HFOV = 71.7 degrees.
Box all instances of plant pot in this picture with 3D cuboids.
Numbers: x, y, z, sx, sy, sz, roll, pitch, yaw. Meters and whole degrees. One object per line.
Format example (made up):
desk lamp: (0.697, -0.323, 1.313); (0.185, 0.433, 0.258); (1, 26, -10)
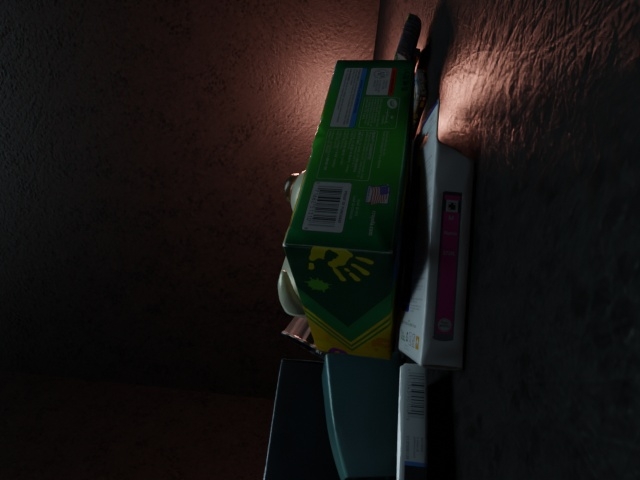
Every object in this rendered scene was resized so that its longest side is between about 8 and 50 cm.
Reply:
plant pot: (0.091, 0.382, 0.950); (0.166, 0.165, 0.234); (95, 175, -56)

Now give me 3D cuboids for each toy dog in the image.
toy dog: (0.000, 0.000, 1.243); (0.395, 0.284, 0.408); (6, -94, -47)

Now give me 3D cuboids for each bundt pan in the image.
bundt pan: (0.035, 0.347, 1.535); (0.124, 0.330, 0.331); (-60, -8, -16)

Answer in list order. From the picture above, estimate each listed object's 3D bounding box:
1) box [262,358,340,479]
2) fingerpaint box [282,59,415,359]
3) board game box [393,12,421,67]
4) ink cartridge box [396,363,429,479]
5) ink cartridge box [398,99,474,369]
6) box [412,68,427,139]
box: (0.003, 0.636, 1.186); (0.472, 0.297, 0.480); (99, 178, -55)
fingerpaint box: (0.088, -0.056, 0.853); (0.371, 0.163, 0.445); (79, -160, -52)
board game box: (0.205, -0.418, 1.109); (0.194, 0.060, 0.194); (99, -172, -62)
ink cartridge box: (0.142, 0.315, 0.671); (0.208, 0.045, 0.207); (69, -155, -59)
ink cartridge box: (0.174, -0.003, 0.681); (0.176, 0.069, 0.371); (84, -171, -83)
box: (0.228, -0.326, 1.065); (0.137, 0.027, 0.094); (95, 180, -58)
